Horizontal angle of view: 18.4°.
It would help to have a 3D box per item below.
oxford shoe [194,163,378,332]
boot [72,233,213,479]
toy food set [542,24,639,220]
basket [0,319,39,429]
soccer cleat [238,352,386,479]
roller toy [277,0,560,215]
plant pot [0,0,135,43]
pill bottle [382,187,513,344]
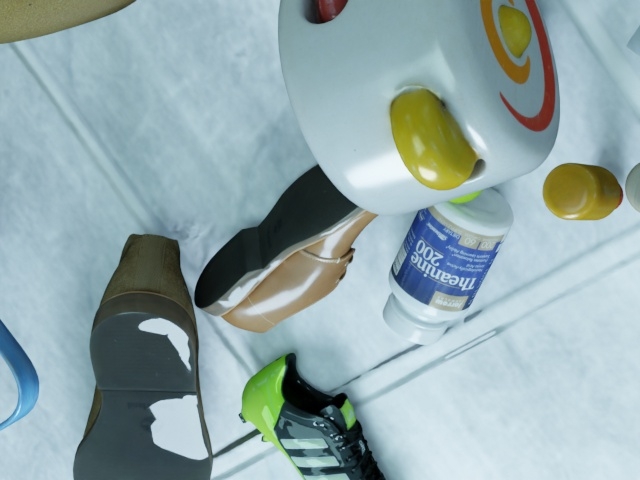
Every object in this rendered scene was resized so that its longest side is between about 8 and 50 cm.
[{"bbox_3d":[0.000,0.000,1.509,0.076,0.076,0.212,34,126,-28],"label":"oxford shoe"},{"bbox_3d":[-0.138,0.121,1.601,0.112,0.115,0.305,5,135,-4],"label":"boot"},{"bbox_3d":[0.263,-0.094,1.355,0.111,0.104,0.232,37,104,18],"label":"toy food set"},{"bbox_3d":[-0.377,0.069,1.600,0.255,0.201,0.289,-38,86,30],"label":"basket"},{"bbox_3d":[0.012,0.168,1.575,0.179,0.060,0.072,45,120,1],"label":"soccer cleat"},{"bbox_3d":[0.074,-0.123,1.338,0.146,0.209,0.191,-18,85,26],"label":"roller toy"},{"bbox_3d":[-0.251,-0.228,1.388,0.237,0.254,0.237,9,117,18],"label":"plant pot"},{"bbox_3d":[0.091,0.017,1.469,0.067,0.067,0.120,29,120,7],"label":"pill bottle"}]
